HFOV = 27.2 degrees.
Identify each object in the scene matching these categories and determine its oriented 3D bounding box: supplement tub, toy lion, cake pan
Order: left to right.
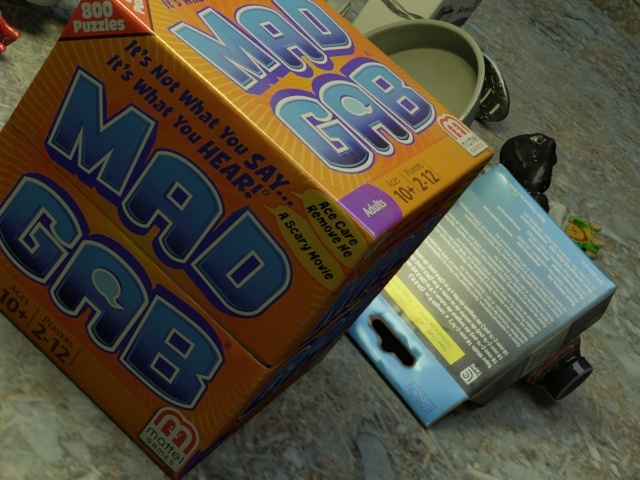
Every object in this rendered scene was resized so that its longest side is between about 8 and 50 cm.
[{"bbox_3d":[0.118,-0.217,2.037,0.054,0.293,0.293,57,8,-47],"label":"cake pan"},{"bbox_3d":[0.295,0.131,1.876,0.198,0.106,0.106,51,30,21],"label":"supplement tub"},{"bbox_3d":[0.457,-0.015,2.363,0.096,0.034,0.100,27,29,-6],"label":"toy lion"}]

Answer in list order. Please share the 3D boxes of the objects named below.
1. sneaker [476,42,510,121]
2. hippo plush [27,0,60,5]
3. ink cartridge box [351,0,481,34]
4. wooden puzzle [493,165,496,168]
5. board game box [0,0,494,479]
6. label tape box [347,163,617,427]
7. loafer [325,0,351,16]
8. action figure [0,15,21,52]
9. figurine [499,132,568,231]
[{"bbox_3d":[0.298,-0.332,2.571,0.108,0.100,0.271,16,35,-45],"label":"sneaker"},{"bbox_3d":[-0.301,-0.409,1.779,0.236,0.234,0.294,14,27,-2],"label":"hippo plush"},{"bbox_3d":[0.171,-0.403,2.337,0.115,0.273,0.198,45,29,13],"label":"ink cartridge box"},{"bbox_3d":[0.340,-0.088,2.347,0.116,0.014,0.078,47,29,15],"label":"wooden puzzle"},{"bbox_3d":[-0.102,-0.045,1.404,0.356,0.356,0.356,43,29,8],"label":"board game box"},{"bbox_3d":[0.189,0.085,1.774,0.333,0.106,0.240,-33,69,-19],"label":"label tape box"},{"bbox_3d":[-0.036,-0.383,2.238,0.111,0.112,0.319,46,28,-4],"label":"loafer"},{"bbox_3d":[-0.516,-0.326,1.636,0.280,0.139,0.091,55,21,-17],"label":"action figure"},{"bbox_3d":[0.339,-0.027,2.097,0.209,0.092,0.215,-75,153,-54],"label":"figurine"}]
